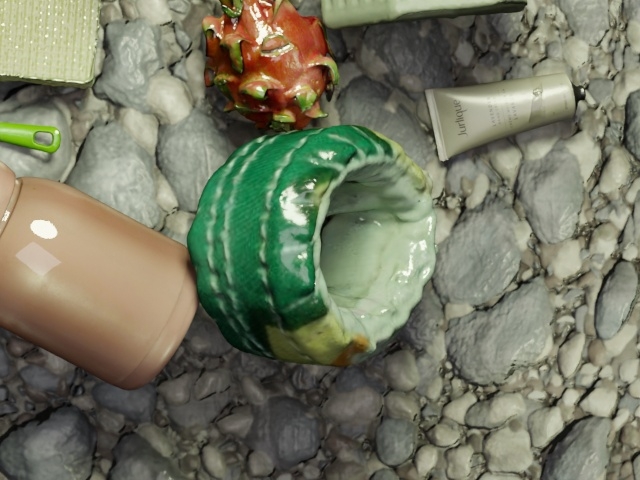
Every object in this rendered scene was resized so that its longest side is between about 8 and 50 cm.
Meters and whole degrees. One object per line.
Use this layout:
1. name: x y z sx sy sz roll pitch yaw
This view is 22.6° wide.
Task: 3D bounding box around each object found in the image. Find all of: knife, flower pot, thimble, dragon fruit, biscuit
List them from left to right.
1. biscuit: -0.368 -0.249 1.756 0.252 0.052 0.150 3 90 -13
2. knife: -0.371 -0.126 1.777 0.166 0.022 0.078 8 99 -10
3. dragon fruit: -0.072 -0.223 1.775 0.135 0.137 0.236 -41 103 -21
4. thimble: 0.000 0.000 1.737 0.288 0.167 0.254 -44 123 -43
5. flower pot: 0.107 -0.336 1.766 0.209 0.239 0.190 -4 97 21

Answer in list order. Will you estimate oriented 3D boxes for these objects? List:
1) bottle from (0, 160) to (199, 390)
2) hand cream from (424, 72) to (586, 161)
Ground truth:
1. bottle: -0.295 0.029 1.725 0.296 0.206 0.173 28 74 -21
2. hand cream: 0.221 -0.155 1.886 0.186 0.054 0.087 -13 92 -4
